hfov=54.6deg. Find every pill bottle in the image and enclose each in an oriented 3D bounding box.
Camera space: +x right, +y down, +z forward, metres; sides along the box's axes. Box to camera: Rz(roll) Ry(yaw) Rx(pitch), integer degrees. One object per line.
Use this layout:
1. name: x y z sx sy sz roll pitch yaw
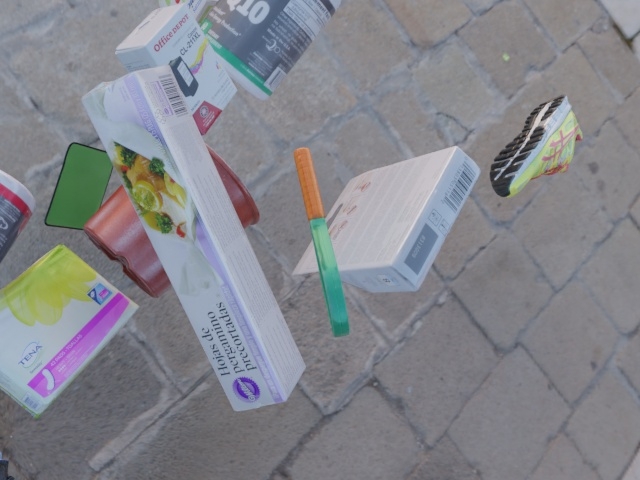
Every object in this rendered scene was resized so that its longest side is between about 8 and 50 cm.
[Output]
1. pill bottle: -0.088 -0.493 1.299 0.204 0.204 0.361 37 97 -12
2. pill bottle: -0.675 0.020 1.122 0.176 0.176 0.319 29 62 -16

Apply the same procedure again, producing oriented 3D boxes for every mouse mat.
1. mouse mat: -0.528 -0.115 1.372 0.007 0.152 0.190 20 93 20

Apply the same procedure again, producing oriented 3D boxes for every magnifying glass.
1. magnifying glass: 0.000 0.000 0.734 0.026 0.092 0.231 -10 74 -2

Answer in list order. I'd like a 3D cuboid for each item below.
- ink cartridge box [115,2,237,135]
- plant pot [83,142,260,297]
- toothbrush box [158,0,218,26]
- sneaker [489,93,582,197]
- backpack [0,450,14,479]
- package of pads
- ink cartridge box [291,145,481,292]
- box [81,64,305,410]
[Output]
1. ink cartridge box: -0.232 -0.276 1.021 0.175 0.072 0.128 59 46 -39
2. plant pot: -0.311 -0.045 1.255 0.272 0.272 0.265 46 71 -7
3. toothbrush box: -0.318 -0.651 1.555 0.122 0.206 0.284 -12 78 -39
4. sneaker: 0.337 -0.127 0.936 0.208 0.081 0.094 -47 107 -22
5. backpack: -0.663 0.455 1.187 0.105 0.114 0.084 18 38 -45
6. package of pads: -0.555 0.171 1.264 0.229 0.101 0.297 41 45 -6
7. ink cartridge box: 0.128 -0.031 1.345 0.091 0.385 0.308 41 65 -21
8. box: -0.109 0.003 0.575 0.324 0.063 0.067 67 24 -14
